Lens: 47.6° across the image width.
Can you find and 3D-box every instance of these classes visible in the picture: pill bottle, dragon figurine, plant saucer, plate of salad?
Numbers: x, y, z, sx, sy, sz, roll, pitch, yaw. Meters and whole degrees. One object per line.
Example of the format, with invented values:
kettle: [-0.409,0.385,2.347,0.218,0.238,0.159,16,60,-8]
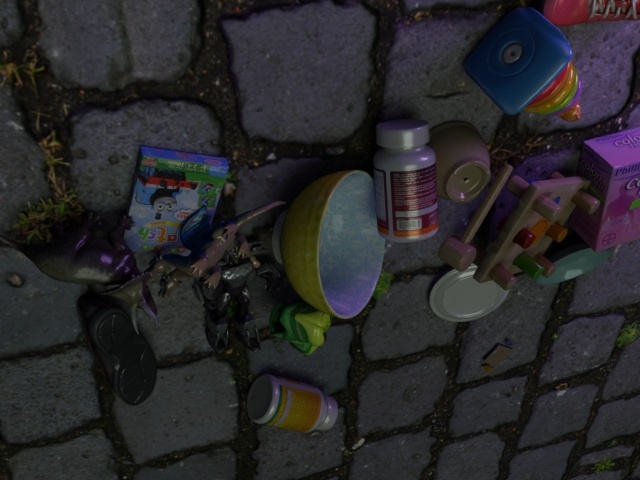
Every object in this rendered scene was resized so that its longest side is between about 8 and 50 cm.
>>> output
pill bottle: [0.164,-0.117,1.404,0.121,0.121,0.221,-11,111,-14]
dragon figurine: [-0.205,-0.002,1.348,0.289,0.144,0.085,-49,131,-7]
plant saucer: [0.614,0.048,1.778,0.195,0.037,0.195,-14,154,-7]
plate of salad: [0.358,0.121,1.754,0.200,0.048,0.199,-5,131,-5]
pill bottle: [-0.064,0.401,1.761,0.209,0.117,0.117,22,116,-35]

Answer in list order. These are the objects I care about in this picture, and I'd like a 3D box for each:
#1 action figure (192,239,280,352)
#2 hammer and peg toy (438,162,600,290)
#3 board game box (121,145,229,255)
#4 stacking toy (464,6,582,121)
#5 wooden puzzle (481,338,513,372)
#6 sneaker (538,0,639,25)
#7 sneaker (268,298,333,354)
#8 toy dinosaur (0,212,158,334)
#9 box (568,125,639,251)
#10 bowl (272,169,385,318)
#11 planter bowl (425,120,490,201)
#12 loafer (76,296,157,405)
action figure: [-0.175,0.107,1.489,0.186,0.099,0.284,-11,132,-20]
hammer and peg toy: [0.428,-0.023,1.535,0.361,0.127,0.265,-8,133,-46]
board game box: [-0.275,-0.067,1.351,0.160,0.039,0.211,5,126,-26]
stacking toy: [0.436,-0.297,1.396,0.165,0.175,0.302,-46,140,20]
wooden puzzle: [0.484,0.314,1.984,0.116,0.014,0.079,-46,133,17]
sneaker: [0.552,-0.450,1.311,0.314,0.136,0.115,-15,130,-10]
sneaker: [-0.044,0.171,1.543,0.124,0.109,0.295,23,165,0]
toy dinosaur: [-0.411,0.027,1.267,0.314,0.160,0.121,22,120,-14]
box: [0.704,-0.122,1.650,0.214,0.117,0.242,-15,130,-10]
bowl: [0.000,0.000,1.416,0.156,0.289,0.289,7,140,29]
planter bowl: [0.276,-0.144,1.465,0.162,0.109,0.162,-11,131,-14]
loafer: [-0.422,0.225,1.510,0.109,0.095,0.302,-41,144,-29]
